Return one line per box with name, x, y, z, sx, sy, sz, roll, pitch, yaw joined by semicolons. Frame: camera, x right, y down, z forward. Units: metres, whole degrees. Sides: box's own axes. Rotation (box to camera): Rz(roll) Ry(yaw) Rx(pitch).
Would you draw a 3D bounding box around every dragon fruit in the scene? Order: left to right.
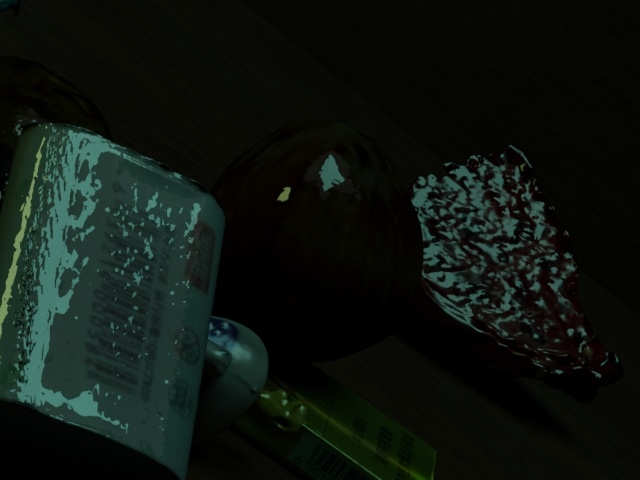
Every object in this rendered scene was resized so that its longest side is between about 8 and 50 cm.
dragon fruit;0.176;0.093;2.358;0.286;0.228;0.329;-24;79;-40

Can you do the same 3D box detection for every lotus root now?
lotus root;-0.250;-0.072;1.650;0.169;0.141;0.314;36;19;-26

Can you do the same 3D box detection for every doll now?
doll;-0.140;0.070;1.511;0.293;0.119;0.138;31;-11;-23

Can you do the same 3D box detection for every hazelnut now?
hazelnut;0.000;0.000;1.737;0.218;0.218;0.234;34;10;-12

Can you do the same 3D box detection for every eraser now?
eraser;-0.156;0.048;1.364;0.174;0.081;0.227;26;53;-26

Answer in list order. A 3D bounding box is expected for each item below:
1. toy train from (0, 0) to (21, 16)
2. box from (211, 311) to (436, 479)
toy train;-0.327;-0.192;1.546;0.163;0.112;0.203;13;28;-19
box;-0.037;0.137;1.708;0.311;0.043;0.173;35;13;-2
